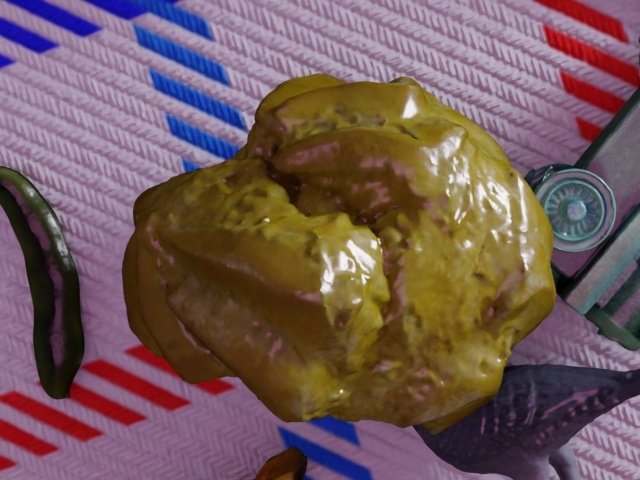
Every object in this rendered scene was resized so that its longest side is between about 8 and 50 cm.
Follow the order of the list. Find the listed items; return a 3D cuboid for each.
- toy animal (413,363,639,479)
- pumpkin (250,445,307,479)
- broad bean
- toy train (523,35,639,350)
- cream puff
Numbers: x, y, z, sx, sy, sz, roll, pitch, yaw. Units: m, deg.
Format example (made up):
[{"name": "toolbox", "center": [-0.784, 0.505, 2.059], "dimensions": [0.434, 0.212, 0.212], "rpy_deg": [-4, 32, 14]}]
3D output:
[{"name": "toy animal", "center": [0.176, 0.163, 1.348], "dimensions": [0.367, 0.081, 0.206], "rpy_deg": [-2, 103, 30]}, {"name": "pumpkin", "center": [-0.148, 0.268, 1.387], "dimensions": [0.190, 0.139, 0.280], "rpy_deg": [26, 93, 2]}, {"name": "broad bean", "center": [-0.248, 0.027, 1.431], "dimensions": [0.069, 0.039, 0.227], "rpy_deg": [-21, 90, -1]}, {"name": "toy train", "center": [0.295, -0.051, 1.344], "dimensions": [0.194, 0.120, 0.298], "rpy_deg": [39, 96, -3]}, {"name": "cream puff", "center": [0.008, -0.003, 1.264], "dimensions": [0.323, 0.270, 0.274], "rpy_deg": [21, 93, 31]}]
